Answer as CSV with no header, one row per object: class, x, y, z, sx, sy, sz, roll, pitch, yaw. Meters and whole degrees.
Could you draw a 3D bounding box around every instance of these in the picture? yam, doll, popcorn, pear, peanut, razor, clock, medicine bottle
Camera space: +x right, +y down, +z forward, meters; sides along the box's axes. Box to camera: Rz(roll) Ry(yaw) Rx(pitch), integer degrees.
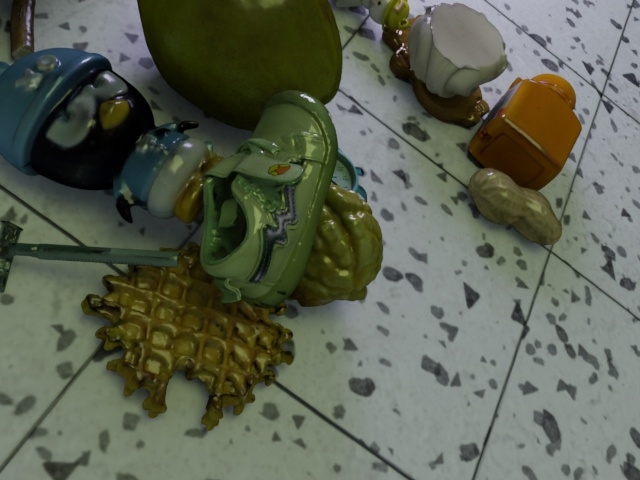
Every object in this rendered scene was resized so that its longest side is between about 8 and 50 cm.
yam,-0.406,-0.308,0.920,0.032,0.032,0.146,4,61,-25
doll,0.091,-0.448,1.208,0.129,0.081,0.207,-36,71,-4
popcorn,-0.005,0.005,0.882,0.173,0.173,0.142,34,48,-7
pear,-0.107,-0.298,0.940,0.321,0.269,0.269,45,52,-12
peanut,0.330,-0.055,1.131,0.187,0.082,0.082,27,55,-13
razor,-0.267,0.016,0.767,0.211,0.036,0.084,1,62,-1
doll,-0.269,-0.133,0.812,0.313,0.141,0.177,27,60,3
clock,0.012,-0.091,1.007,0.147,0.045,0.108,3,63,-27
medicine bottle,0.380,-0.203,1.214,0.149,0.112,0.222,41,53,-2

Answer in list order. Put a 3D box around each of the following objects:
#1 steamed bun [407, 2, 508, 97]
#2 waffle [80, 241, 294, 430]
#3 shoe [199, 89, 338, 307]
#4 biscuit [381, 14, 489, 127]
steamed bun,0.229,-0.323,1.166,0.182,0.106,0.183,10,60,-17
waffle,-0.148,0.104,0.816,0.231,0.051,0.229,-32,78,-37
shoe,-0.057,-0.052,0.774,0.128,0.139,0.263,17,82,-56
biscuit,0.215,-0.314,1.240,0.184,0.035,0.249,-16,72,-33
